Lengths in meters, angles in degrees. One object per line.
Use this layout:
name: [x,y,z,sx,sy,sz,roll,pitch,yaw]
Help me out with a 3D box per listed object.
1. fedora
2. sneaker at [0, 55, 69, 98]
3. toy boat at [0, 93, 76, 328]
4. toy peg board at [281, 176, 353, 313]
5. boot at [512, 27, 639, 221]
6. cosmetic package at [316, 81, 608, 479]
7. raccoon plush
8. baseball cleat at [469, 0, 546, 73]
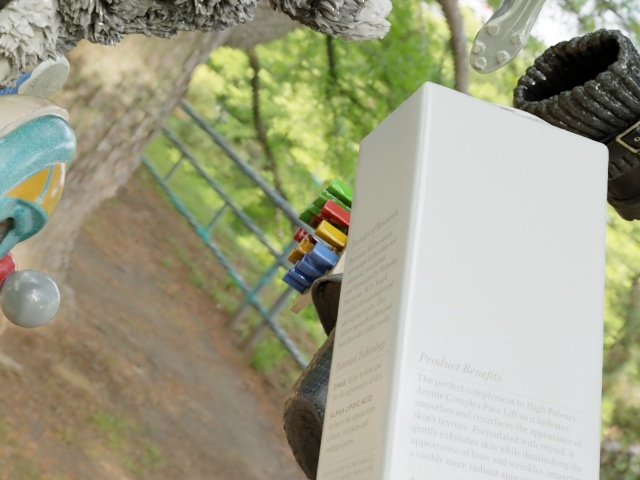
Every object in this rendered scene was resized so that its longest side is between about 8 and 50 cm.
fedora: [0.069,0.194,1.106,0.334,0.152,0.334,41,-22,21]
sneaker: [-0.425,-0.231,1.634,0.058,0.152,0.084,5,47,-50]
toy boat: [-0.340,-0.008,1.179,0.148,0.267,0.318,37,-24,6]
toy peg board: [0.000,0.000,1.620,0.079,0.160,0.161,36,-31,-7]
boot: [0.443,-0.187,1.413,0.260,0.348,0.131,43,25,-30]
cosmetic package: [0.073,0.050,0.572,0.117,0.231,0.085,18,-27,-19]
raccoon plush: [-0.171,-0.221,1.142,0.446,0.299,0.216,31,35,-32]
baseball cleat: [0.306,-0.347,1.758,0.072,0.206,0.109,38,18,2]
